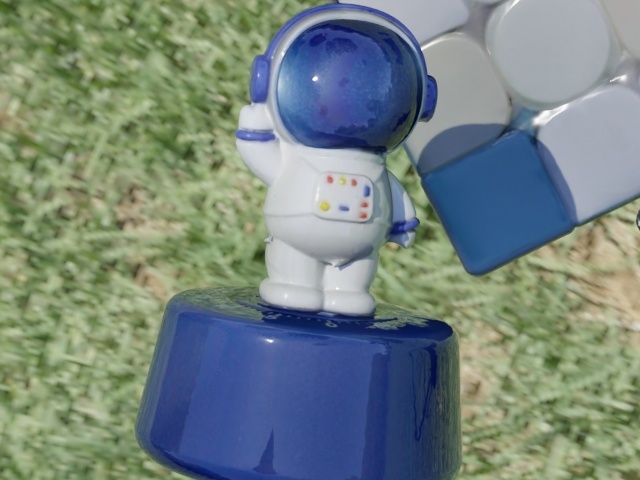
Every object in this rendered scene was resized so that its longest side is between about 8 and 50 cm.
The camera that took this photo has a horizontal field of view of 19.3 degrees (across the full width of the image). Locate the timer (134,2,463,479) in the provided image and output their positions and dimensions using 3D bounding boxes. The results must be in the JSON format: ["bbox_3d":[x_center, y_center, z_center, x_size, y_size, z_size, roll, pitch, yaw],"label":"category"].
[{"bbox_3d":[0.000,0.000,1.526,0.270,0.270,0.384,10,97,28],"label":"timer"}]

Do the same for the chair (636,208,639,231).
[{"bbox_3d":[0.350,0.070,1.531,0.221,0.140,0.145,44,128,47],"label":"chair"}]

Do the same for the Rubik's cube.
[{"bbox_3d":[0.225,-0.216,1.900,0.346,0.344,0.347,-24,102,10],"label":"Rubik's cube"}]
